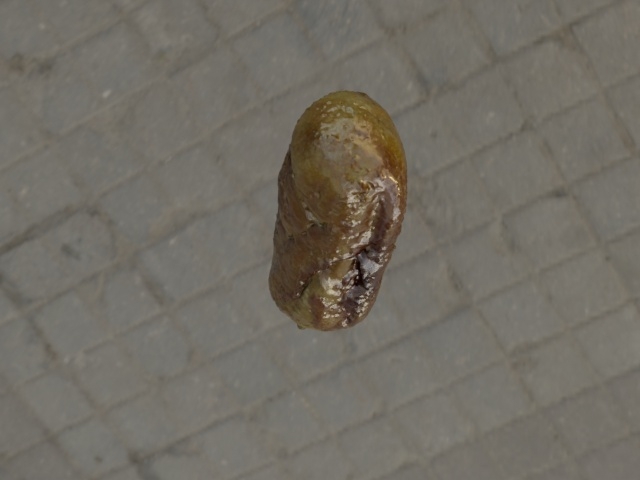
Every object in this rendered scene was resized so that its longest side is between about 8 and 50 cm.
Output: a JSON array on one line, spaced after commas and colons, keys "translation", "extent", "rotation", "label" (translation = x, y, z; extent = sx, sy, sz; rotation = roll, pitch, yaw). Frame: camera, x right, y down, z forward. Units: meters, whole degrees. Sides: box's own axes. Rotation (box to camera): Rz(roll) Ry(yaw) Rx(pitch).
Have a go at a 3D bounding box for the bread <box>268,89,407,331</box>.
[{"translation": [0.002, 0.000, 1.162], "extent": [0.084, 0.124, 0.344], "rotation": [-18, 152, -21], "label": "bread"}]
